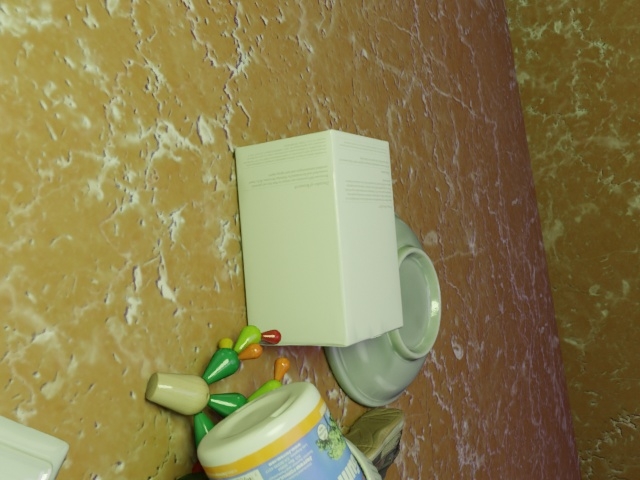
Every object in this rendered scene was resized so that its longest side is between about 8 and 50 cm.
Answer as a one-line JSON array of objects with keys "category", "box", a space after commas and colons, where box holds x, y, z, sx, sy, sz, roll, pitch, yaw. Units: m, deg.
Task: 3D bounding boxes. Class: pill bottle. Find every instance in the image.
[{"category": "pill bottle", "box": [-0.011, 0.311, 0.696, 0.152, 0.152, 0.271, -32, 95, -53]}]

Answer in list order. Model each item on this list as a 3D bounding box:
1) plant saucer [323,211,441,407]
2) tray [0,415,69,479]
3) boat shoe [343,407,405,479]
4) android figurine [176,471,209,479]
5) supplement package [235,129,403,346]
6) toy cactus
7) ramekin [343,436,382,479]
[{"category": "plant saucer", "box": [0.145, 0.119, 1.199, 0.401, 0.101, 0.400, 12, 75, -54]}, {"category": "tray", "box": [-0.328, 0.291, 0.545, 0.145, 0.030, 0.270, 46, 50, -41]}, {"category": "boat shoe", "box": [0.069, 0.376, 1.054, 0.285, 0.103, 0.092, -20, 100, -59]}, {"category": "android figurine", "box": [-0.153, 0.410, 0.692, 0.248, 0.056, 0.272, -19, 102, -42]}, {"category": "supplement package", "box": [0.000, 0.000, 0.931, 0.178, 0.176, 0.292, -3, 88, -57]}, {"category": "toy cactus", "box": [-0.135, 0.203, 0.797, 0.181, 0.112, 0.218, 24, 72, -30]}, {"category": "ramekin", "box": [-0.005, 0.370, 0.864, 0.109, 0.207, 0.207, 45, 50, -56]}]
